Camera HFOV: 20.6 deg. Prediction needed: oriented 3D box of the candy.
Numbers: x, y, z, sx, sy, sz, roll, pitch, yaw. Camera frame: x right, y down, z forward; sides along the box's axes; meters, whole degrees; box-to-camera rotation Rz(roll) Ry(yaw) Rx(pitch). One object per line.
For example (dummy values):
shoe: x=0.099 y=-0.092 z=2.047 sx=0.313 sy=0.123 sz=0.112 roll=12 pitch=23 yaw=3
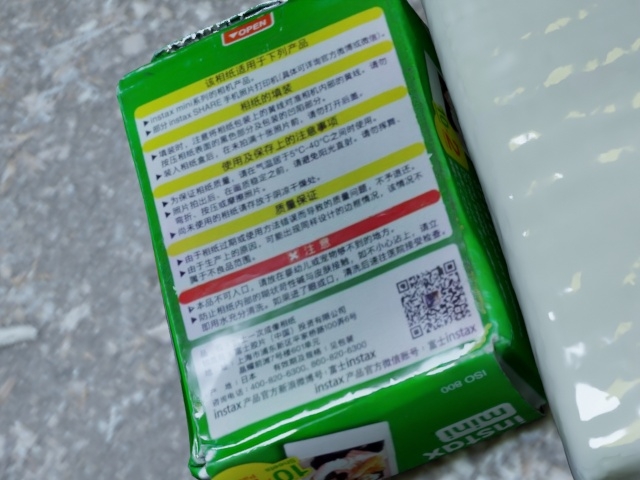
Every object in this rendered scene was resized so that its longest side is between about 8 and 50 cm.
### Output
candy: x=0.177 y=-0.043 z=0.809 sx=0.208 sy=0.145 sz=0.358 roll=-21 pitch=60 yaw=13

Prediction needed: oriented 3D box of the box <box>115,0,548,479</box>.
box: x=0.000 y=0.000 z=0.889 sx=0.180 sy=0.103 sz=0.250 roll=-21 pitch=63 yaw=13
